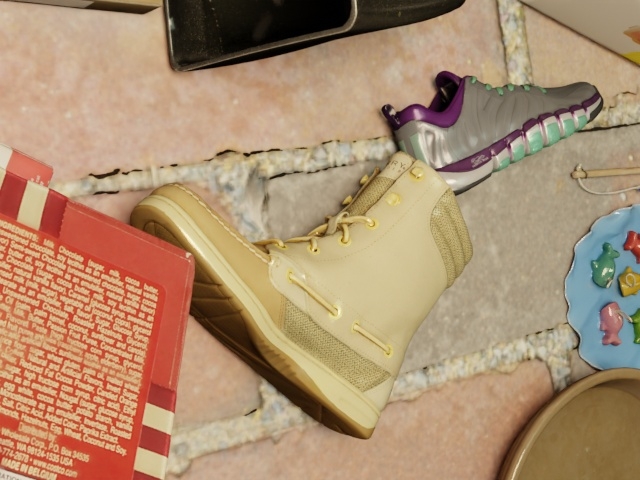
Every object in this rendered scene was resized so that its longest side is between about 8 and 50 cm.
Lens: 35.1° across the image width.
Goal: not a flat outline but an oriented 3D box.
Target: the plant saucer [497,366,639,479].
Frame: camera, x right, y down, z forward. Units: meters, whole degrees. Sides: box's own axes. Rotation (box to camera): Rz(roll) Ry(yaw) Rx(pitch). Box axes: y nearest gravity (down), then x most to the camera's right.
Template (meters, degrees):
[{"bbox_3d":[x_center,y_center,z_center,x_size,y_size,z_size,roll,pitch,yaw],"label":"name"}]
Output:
[{"bbox_3d":[0.261,0.254,0.956,0.277,0.041,0.278,-4,97,-31],"label":"plant saucer"}]

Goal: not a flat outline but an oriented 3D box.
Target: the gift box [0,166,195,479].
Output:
[{"bbox_3d":[-0.243,0.116,0.503,0.255,0.258,0.276,30,51,-27],"label":"gift box"}]

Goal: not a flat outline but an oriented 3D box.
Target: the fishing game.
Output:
[{"bbox_3d":[0.323,0.055,1.011,0.189,0.041,0.264,0,90,-30],"label":"fishing game"}]

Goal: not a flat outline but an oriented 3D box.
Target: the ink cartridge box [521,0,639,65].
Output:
[{"bbox_3d":[0.400,-0.306,0.991,0.384,0.160,0.279,18,80,-32],"label":"ink cartridge box"}]

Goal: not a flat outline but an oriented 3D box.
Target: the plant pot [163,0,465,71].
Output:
[{"bbox_3d":[0.005,-0.227,0.731,0.167,0.188,0.188,-9,94,-44],"label":"plant pot"}]

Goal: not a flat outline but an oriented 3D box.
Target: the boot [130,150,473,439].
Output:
[{"bbox_3d":[0.000,0.000,0.768,0.262,0.095,0.203,46,67,-26],"label":"boot"}]

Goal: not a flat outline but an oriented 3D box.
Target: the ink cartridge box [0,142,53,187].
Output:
[{"bbox_3d":[-0.252,-0.027,0.628,0.135,0.056,0.099,27,75,-30],"label":"ink cartridge box"}]

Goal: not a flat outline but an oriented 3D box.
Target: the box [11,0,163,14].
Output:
[{"bbox_3d":[-0.180,-0.275,0.691,0.136,0.036,0.225,-3,90,-33],"label":"box"}]

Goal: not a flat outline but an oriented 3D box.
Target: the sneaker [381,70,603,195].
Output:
[{"bbox_3d":[0.156,-0.117,0.882,0.223,0.083,0.098,-28,98,-30],"label":"sneaker"}]
